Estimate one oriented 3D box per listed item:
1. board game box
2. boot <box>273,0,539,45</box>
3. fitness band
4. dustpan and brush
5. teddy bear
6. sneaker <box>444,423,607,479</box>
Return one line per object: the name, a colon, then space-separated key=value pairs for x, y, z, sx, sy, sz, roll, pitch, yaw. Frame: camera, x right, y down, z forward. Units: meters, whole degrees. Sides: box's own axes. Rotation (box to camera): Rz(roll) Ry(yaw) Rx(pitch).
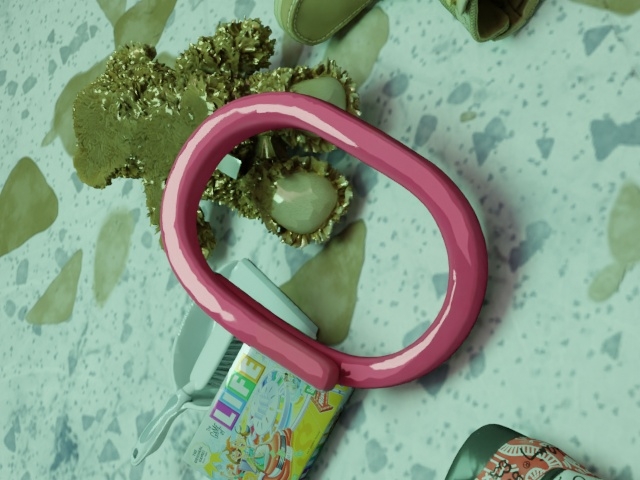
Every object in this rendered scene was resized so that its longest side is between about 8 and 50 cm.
board game box: x=-0.043 y=0.155 z=0.957 sx=0.103 sy=0.026 sz=0.154 roll=30 pitch=98 yaw=18
boot: x=0.082 y=-0.232 z=0.959 sx=0.262 sy=0.095 sz=0.203 roll=-43 pitch=53 yaw=20
fitness band: x=0.000 y=0.000 z=0.907 sx=0.291 sy=0.054 sz=0.209 roll=33 pitch=97 yaw=18
dustpan and brush: x=-0.110 y=0.130 z=1.032 sx=0.147 sy=0.060 sz=0.211 roll=41 pitch=105 yaw=42
teddy bear: x=-0.096 y=-0.099 z=1.069 sx=0.338 sy=0.113 sz=0.245 roll=-9 pitch=92 yaw=38
sneaker: x=0.125 y=0.274 z=0.747 sx=0.145 sy=0.090 sz=0.270 roll=20 pitch=87 yaw=47
